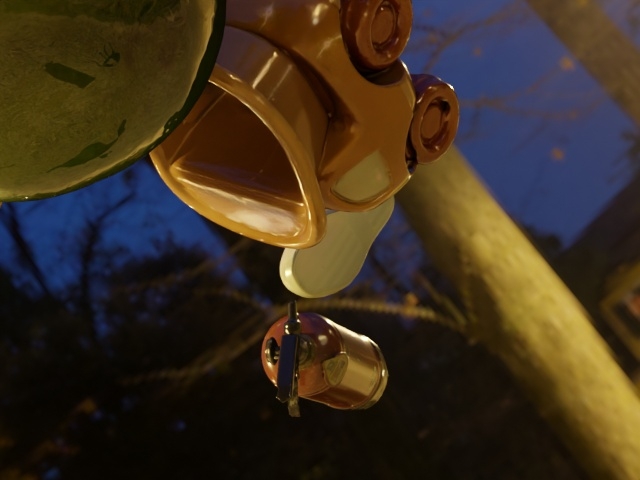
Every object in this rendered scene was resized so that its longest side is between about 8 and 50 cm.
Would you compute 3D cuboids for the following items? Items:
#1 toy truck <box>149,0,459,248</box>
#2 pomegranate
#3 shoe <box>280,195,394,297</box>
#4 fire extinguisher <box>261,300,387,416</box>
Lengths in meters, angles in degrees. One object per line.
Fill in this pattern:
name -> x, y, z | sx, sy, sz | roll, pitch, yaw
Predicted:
toy truck -> -0.027, -0.128, 1.495 | 0.211, 0.204, 0.288 | -54, -39, -24
pomegranate -> -0.211, -0.121, 1.253 | 0.310, 0.216, 0.358 | -28, -24, -42
shoe -> 0.000, 0.000, 2.167 | 0.110, 0.095, 0.265 | -15, 20, 37
fire extinguisher -> 0.000, 0.072, 0.967 | 0.050, 0.062, 0.177 | -1, -9, 13
